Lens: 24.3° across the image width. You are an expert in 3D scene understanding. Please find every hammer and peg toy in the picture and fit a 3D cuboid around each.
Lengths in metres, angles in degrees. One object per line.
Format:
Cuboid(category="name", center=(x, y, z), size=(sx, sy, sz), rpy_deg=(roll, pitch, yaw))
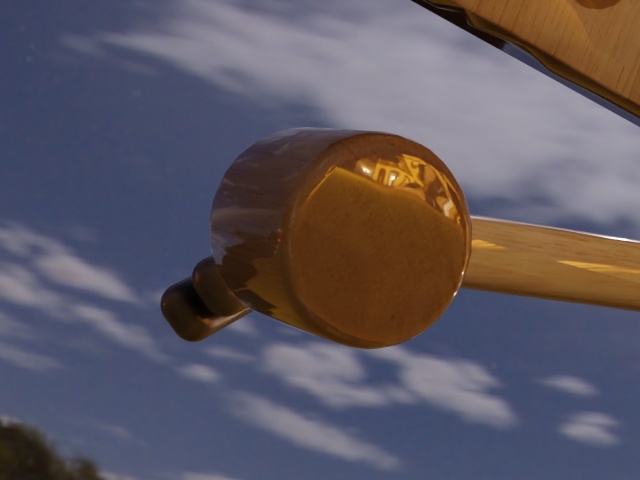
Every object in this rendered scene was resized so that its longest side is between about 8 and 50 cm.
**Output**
Cuboid(category="hammer and peg toy", center=(0.091, -0.126, 0.488), size=(0.266, 0.361, 0.127), rpy_deg=(22, -6, -31))

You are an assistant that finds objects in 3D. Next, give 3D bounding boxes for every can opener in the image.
Cuboid(category="can opener", center=(-0.010, 0.021, 1.137), size=(0.074, 0.093, 0.280), rpy_deg=(-40, -12, 32))

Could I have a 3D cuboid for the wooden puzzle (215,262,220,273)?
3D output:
Cuboid(category="wooden puzzle", center=(0.000, 0.000, 0.694), size=(0.116, 0.079, 0.014), rpy_deg=(-6, 35, -35))
